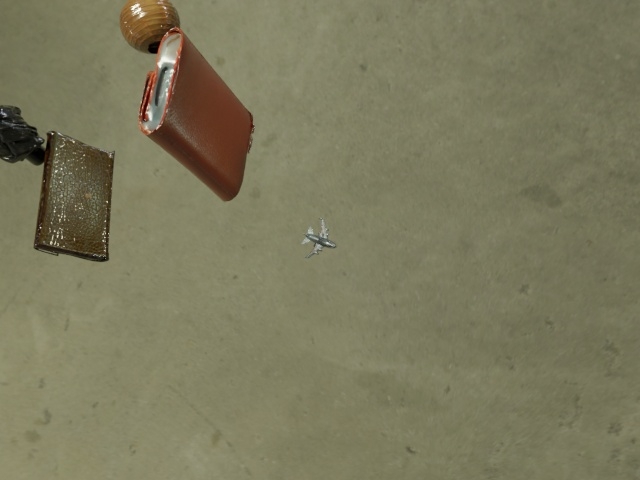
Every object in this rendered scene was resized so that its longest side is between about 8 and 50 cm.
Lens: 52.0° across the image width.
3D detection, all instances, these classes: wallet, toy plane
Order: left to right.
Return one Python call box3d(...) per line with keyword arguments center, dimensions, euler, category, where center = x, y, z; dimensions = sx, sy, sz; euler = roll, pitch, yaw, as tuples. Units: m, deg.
box3d(center=(-0.455, -0.081, 1.222), dimensions=(0.039, 0.133, 0.243), euler=(-34, 53, 42), category="wallet")
box3d(center=(-0.152, -0.153, 0.843), dimensions=(0.045, 0.204, 0.142), euler=(2, 71, 20), category="wallet")
box3d(center=(0.000, 0.000, 1.199), dimensions=(0.083, 0.031, 0.078), euler=(21, 90, 39), category="toy plane")

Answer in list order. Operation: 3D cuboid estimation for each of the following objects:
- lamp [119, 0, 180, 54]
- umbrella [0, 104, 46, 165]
box3d(center=(-0.384, -0.489, 1.478), dimensions=(0.136, 0.136, 0.136), euler=(-3, 70, 9), category="lamp")
box3d(center=(-0.600, -0.223, 1.166), dimensions=(0.122, 0.272, 0.110), euler=(-12, 58, 24), category="umbrella")
